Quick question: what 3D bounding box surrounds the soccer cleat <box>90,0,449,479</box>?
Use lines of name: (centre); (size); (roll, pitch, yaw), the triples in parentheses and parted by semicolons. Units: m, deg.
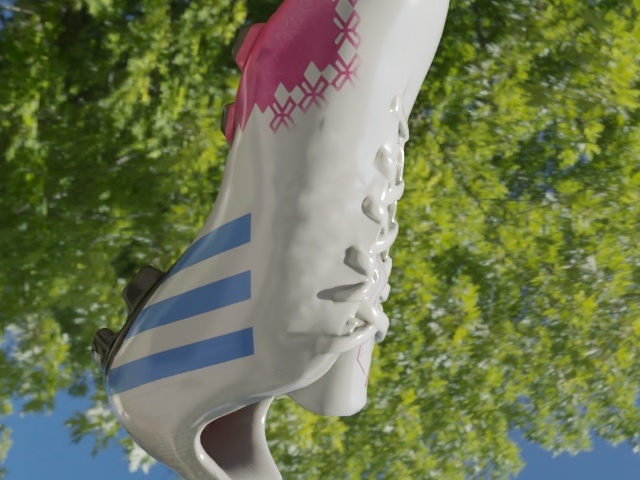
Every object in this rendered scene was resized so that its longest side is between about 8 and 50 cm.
soccer cleat: (0.000, 0.000, 0.529); (0.143, 0.116, 0.331); (42, -62, 23)
